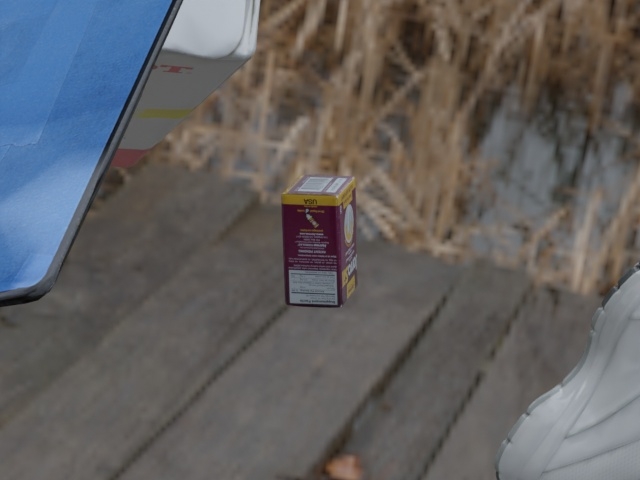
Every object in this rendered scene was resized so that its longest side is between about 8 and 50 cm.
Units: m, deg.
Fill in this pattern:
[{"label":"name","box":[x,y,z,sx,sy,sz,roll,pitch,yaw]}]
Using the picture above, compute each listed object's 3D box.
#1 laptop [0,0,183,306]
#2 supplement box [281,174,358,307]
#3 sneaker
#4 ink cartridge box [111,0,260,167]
[{"label":"laptop","box":[-0.253,-0.173,0.782,0.382,0.408,0.236,-8,7,26]},{"label":"supplement box","box":[0.000,0.000,1.280,0.043,0.083,0.055,2,18,13]},{"label":"sneaker","box":[0.261,0.110,1.420,0.129,0.297,0.111,40,28,21]},{"label":"ink cartridge box","box":[-0.213,-0.167,1.174,0.279,0.160,0.384,6,-9,-17]}]
